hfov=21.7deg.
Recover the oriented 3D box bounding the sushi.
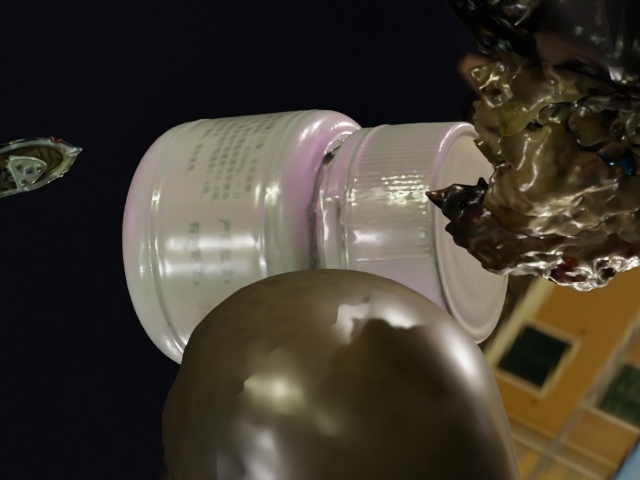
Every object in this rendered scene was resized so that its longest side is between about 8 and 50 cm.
[{"bbox_3d":[0.183,-0.078,1.009,0.238,0.225,0.219,7,-96,-6],"label":"sushi"}]

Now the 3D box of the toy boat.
[{"bbox_3d":[-0.196,-0.048,1.093,0.083,0.038,0.038,-20,-56,-14],"label":"toy boat"}]

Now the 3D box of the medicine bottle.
[{"bbox_3d":[0.000,0.000,1.526,0.241,0.302,0.241,11,-102,-63],"label":"medicine bottle"}]

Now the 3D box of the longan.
[{"bbox_3d":[0.021,0.130,1.087,0.248,0.248,0.248,-22,-58,-39],"label":"longan"}]
